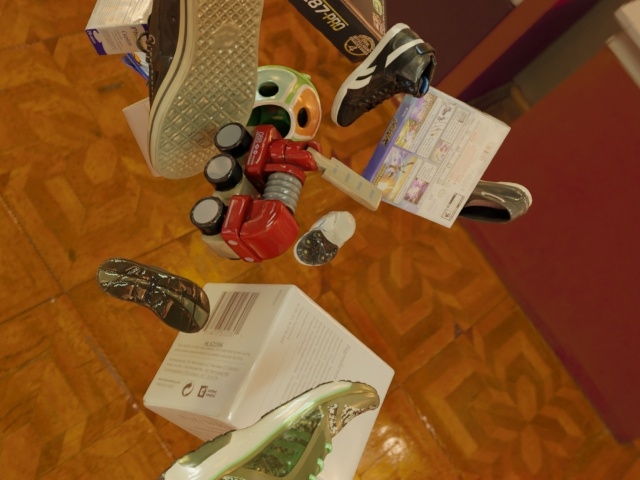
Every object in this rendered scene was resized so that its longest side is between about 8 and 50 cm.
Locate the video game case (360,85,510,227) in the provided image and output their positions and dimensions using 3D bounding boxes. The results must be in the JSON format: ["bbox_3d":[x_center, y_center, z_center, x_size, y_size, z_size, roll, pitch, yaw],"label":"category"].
[{"bbox_3d":[0.250,-0.188,1.682,0.244,0.269,0.061,20,20,-25],"label":"video game case"}]

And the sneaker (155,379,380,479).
[{"bbox_3d":[-0.055,0.360,1.171,0.411,0.158,0.182,-22,72,-32],"label":"sneaker"}]

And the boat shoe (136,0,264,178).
[{"bbox_3d":[-0.206,-0.322,1.276,0.187,0.500,0.156,-11,47,-31],"label":"boat shoe"}]

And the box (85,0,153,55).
[{"bbox_3d":[-0.384,-0.444,1.521,0.137,0.072,0.126,-2,54,13],"label":"box"}]

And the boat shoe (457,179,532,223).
[{"bbox_3d":[0.392,-0.107,2.004,0.095,0.335,0.112,-42,124,-34],"label":"boat shoe"}]

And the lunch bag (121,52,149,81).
[{"bbox_3d":[-0.418,-0.613,2.141,0.328,0.239,0.385,-31,96,-58],"label":"lunch bag"}]

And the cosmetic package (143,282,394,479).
[{"bbox_3d":[-0.108,0.333,1.723,0.394,0.330,0.327,43,60,-33],"label":"cosmetic package"}]

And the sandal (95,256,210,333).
[{"bbox_3d":[-0.285,0.088,1.292,0.219,0.060,0.089,25,91,-29],"label":"sandal"}]

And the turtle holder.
[{"bbox_3d":[-0.159,-0.341,1.970,0.321,0.243,0.227,21,21,-7],"label":"turtle holder"}]

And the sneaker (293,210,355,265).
[{"bbox_3d":[0.000,0.000,1.690,0.237,0.086,0.085,-37,106,-55],"label":"sneaker"}]

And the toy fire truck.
[{"bbox_3d":[-0.046,-0.068,1.200,0.158,0.247,0.216,53,44,-54],"label":"toy fire truck"}]

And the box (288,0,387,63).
[{"bbox_3d":[0.011,-0.595,1.480,0.318,0.097,0.394,32,50,-45],"label":"box"}]

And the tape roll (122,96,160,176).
[{"bbox_3d":[-0.310,-0.271,1.742,0.246,0.246,0.169,-38,113,-40],"label":"tape roll"}]

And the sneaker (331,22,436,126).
[{"bbox_3d":[0.118,-0.269,1.345,0.121,0.216,0.079,46,20,25],"label":"sneaker"}]
